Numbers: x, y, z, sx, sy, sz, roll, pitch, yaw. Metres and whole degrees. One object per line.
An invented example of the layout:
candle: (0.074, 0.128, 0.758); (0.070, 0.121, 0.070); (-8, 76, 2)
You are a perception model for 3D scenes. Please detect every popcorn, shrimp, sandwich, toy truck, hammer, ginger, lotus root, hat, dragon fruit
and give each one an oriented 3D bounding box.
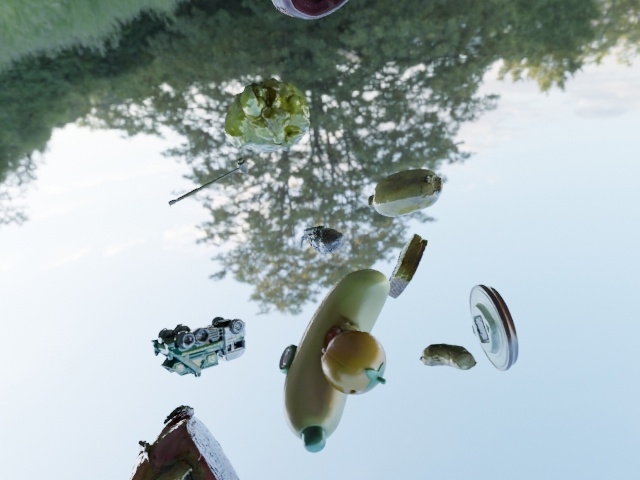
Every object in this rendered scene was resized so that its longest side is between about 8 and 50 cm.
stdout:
popcorn: (-0.146, -0.344, 1.276); (0.233, 0.192, 0.266); (-6, 165, 0)
shrimp: (0.001, -0.001, 1.140); (0.073, 0.074, 0.190); (-15, -166, -21)
sandwich: (0.314, 0.093, 1.740); (0.065, 0.186, 0.214); (28, -118, 4)
toy truck: (-0.281, 0.255, 1.127); (0.110, 0.116, 0.216); (-3, -178, 44)
hammer: (-0.155, -0.078, 0.657); (0.123, 0.029, 0.014); (-31, -130, -15)
ginger: (0.395, 0.358, 1.456); (0.190, 0.069, 0.095); (-6, -150, 41)
lotus root: (0.295, -0.170, 1.694); (0.284, 0.146, 0.160); (-15, -149, 35)
hat: (-0.009, -0.492, 0.838); (0.205, 0.205, 0.089); (-21, -112, -35)
dragon fruit: (-0.201, 0.397, 0.714); (0.147, 0.211, 0.282); (-32, -119, -13)

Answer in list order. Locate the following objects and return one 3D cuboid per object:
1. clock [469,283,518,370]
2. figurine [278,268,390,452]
clock: (0.612, 0.315, 1.715); (0.080, 0.318, 0.318); (-12, -158, -1)
figurine: (0.035, 0.201, 0.836); (0.124, 0.324, 0.222); (27, -178, -17)
